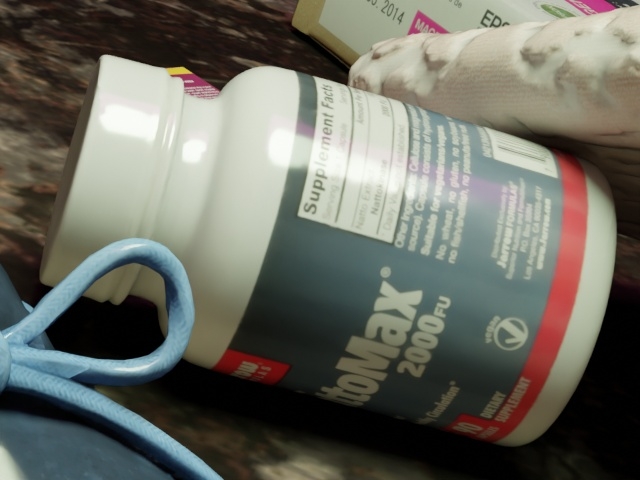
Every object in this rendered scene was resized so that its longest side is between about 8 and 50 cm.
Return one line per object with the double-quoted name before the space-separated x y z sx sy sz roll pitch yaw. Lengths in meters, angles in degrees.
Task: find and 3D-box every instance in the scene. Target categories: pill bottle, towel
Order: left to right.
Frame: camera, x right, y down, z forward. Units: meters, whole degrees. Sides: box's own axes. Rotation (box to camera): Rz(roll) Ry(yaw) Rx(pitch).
"pill bottle" 0.000 0.000 0.623 0.180 0.108 0.108 15 22 -11
"towel" 0.223 -0.022 0.665 0.317 0.053 0.332 18 -9 -32

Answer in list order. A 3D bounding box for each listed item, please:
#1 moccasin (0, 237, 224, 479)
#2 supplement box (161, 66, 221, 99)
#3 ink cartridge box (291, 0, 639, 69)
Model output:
"moccasin" -0.123 0.038 0.413 0.342 0.117 0.138 26 23 15
"supplement box" -0.049 -0.027 0.716 0.083 0.055 0.043 33 27 31
"ink cartridge box" 0.130 -0.101 1.003 0.193 0.088 0.234 3 28 -40
